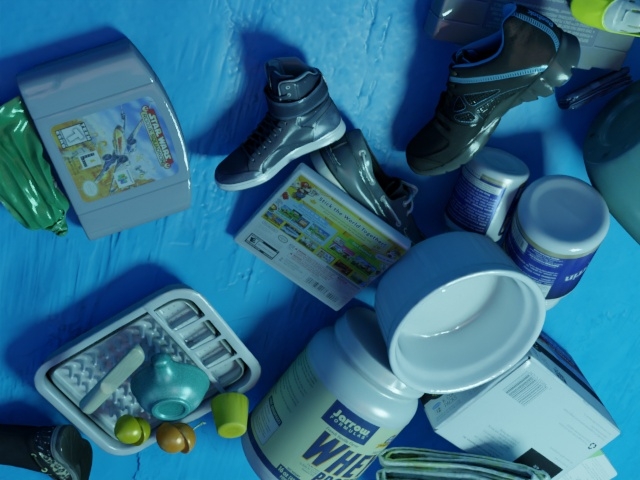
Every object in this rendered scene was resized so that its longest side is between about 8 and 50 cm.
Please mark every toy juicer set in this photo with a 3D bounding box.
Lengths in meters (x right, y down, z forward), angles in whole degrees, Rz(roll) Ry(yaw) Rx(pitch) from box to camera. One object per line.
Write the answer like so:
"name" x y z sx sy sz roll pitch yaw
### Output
"toy juicer set" -0.289 0.268 1.600 0.209 0.089 0.329 -27 137 19

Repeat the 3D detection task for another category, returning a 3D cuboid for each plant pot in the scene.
"plant pot" 0.588 -0.137 1.562 0.235 0.293 0.293 36 108 -17

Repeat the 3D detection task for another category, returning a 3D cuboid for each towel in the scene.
"towel" 0.299 0.514 1.822 0.320 0.090 0.374 3 147 22
"towel" 0.462 -0.253 1.566 0.119 0.067 0.029 -27 97 1

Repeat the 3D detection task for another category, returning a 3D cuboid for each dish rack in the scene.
"dish rack" -0.304 0.222 1.651 0.333 0.072 0.285 -30 128 5

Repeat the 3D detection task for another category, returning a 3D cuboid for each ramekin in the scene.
"ramekin" 0.225 0.116 1.570 0.277 0.135 0.277 -10 130 -13

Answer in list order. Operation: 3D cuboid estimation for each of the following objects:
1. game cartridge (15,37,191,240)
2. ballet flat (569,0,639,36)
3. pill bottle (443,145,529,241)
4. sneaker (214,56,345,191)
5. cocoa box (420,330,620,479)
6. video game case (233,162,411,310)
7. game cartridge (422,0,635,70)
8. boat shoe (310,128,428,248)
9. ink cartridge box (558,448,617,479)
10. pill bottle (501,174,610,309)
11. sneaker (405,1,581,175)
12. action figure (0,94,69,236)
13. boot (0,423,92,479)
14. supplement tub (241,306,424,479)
"game cartridge" -0.308 -0.148 1.406 0.198 0.062 0.297 -16 127 -1
"ballet flat" 0.499 -0.347 1.435 0.231 0.077 0.077 5 122 -21
"pill bottle" 0.278 -0.059 1.613 0.112 0.112 0.187 7 121 -21
"sneaker" -0.084 -0.183 1.419 0.226 0.086 0.163 -31 139 -7
"cocoa box" 0.366 0.292 1.810 0.231 0.228 0.347 -42 125 16
"video game case" 0.000 0.000 1.539 0.227 0.026 0.206 35 130 -13
"game cartridge" 0.351 -0.391 1.440 0.355 0.068 0.230 5 126 -21
"boat shoe" 0.116 -0.063 1.559 0.099 0.116 0.319 -37 121 15
"ink cartridge box" 0.452 0.528 2.071 0.353 0.119 0.207 -35 126 8
"pill bottle" 0.398 0.015 1.634 0.153 0.153 0.265 -13 151 -9
"sneaker" 0.235 -0.234 1.451 0.139 0.125 0.341 31 129 -22
"action figure" -0.447 -0.093 1.391 0.137 0.063 0.232 -27 124 0
"boot" -0.521 0.392 1.700 0.178 0.085 0.236 4 147 3
"supplement tub" 0.030 0.305 1.711 0.235 0.235 0.325 26 113 -30
